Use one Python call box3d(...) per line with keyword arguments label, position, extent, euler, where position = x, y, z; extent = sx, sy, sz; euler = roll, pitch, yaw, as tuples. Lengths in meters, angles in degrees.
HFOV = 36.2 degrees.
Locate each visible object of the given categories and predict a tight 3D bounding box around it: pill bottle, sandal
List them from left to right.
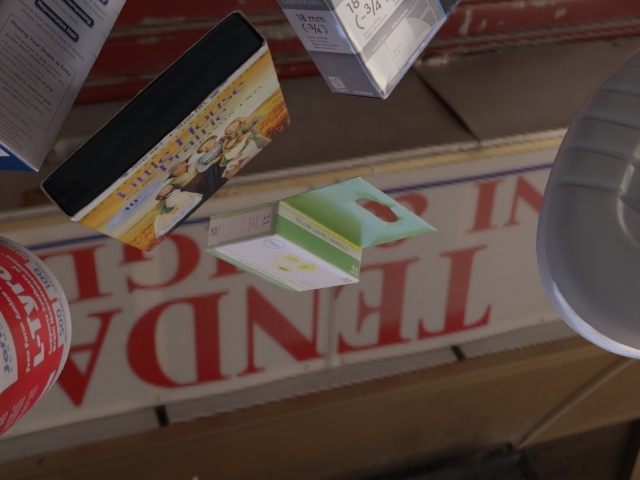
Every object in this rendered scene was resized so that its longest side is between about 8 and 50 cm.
box3d(label="pill bottle", position=(-0.402, 0.120, 0.958), extent=(0.229, 0.229, 0.408), euler=(2, -174, -1))
box3d(label="sandal", position=(0.264, -0.078, 0.627), extent=(0.169, 0.102, 0.416), euler=(35, -117, 7))

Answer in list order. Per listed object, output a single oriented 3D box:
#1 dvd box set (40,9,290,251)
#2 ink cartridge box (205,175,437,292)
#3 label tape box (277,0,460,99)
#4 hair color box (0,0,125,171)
box3d(label="dvd box set", position=(-0.179, -0.123, 1.304), extent=(0.307, 0.420, 0.062), euler=(-43, -96, -3))
box3d(label="ink cartridge box", position=(0.000, 0.000, 1.209), extent=(0.235, 0.171, 0.056), euler=(-11, -118, 38))
box3d(label="label tape box", position=(0.043, -0.384, 1.262), extent=(0.106, 0.334, 0.241), euler=(17, -118, 44))
box3d(label="hair color box", position=(-0.412, -0.287, 1.375), extent=(0.105, 0.174, 0.347), euler=(5, -116, 36))
